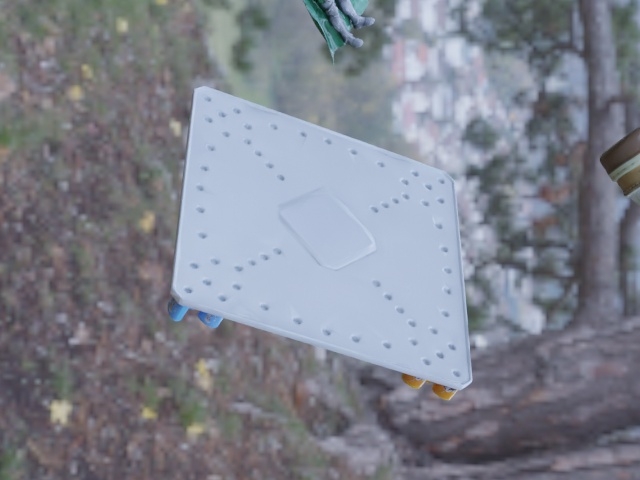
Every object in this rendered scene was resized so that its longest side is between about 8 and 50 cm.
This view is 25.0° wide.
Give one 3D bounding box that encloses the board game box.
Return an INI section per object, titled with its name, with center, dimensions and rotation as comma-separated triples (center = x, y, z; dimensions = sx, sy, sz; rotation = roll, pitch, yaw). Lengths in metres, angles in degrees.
[board game box]
center = 0.000, 0.000, 1.845
dimensions = 0.390, 0.389, 0.050
rotation = -89, -156, -46

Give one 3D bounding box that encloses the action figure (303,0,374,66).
[action figure]
center = 0.000, -0.392, 2.181
dimensions = 0.232, 0.063, 0.137
rotation = 50, 52, -38

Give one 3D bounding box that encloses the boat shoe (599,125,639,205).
[boat shoe]
center = 0.267, -0.061, 0.967
dimensions = 0.072, 0.190, 0.068
rotation = 58, -31, 8
